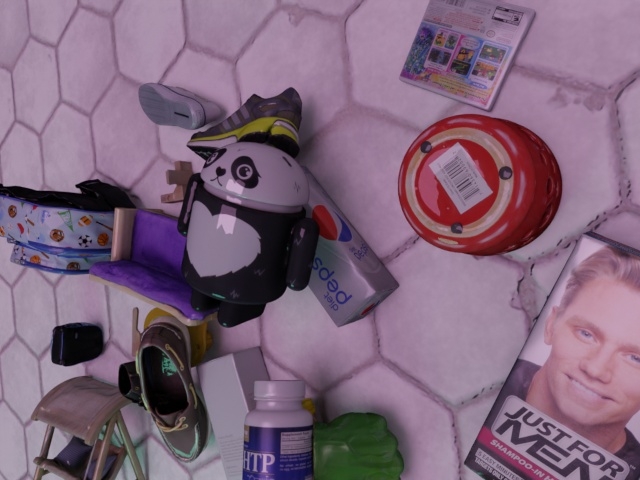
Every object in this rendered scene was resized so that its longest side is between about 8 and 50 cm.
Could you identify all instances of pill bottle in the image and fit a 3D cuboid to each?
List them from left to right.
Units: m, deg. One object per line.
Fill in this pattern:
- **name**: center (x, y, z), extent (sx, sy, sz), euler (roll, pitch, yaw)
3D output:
- **pill bottle**: center (-0.067, 0.319, 0.783), extent (0.112, 0.112, 0.187), euler (-11, 72, 34)

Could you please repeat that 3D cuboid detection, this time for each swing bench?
- **swing bench**: center (-0.567, 0.486, 1.201), extent (0.253, 0.165, 0.255), euler (1, 93, 34)

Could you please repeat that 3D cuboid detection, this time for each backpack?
- **backpack**: center (-0.563, -0.029, 1.124), extent (0.263, 0.276, 0.213), euler (5, 100, 28)
- **backpack**: center (-0.622, 0.258, 1.255), extent (0.084, 0.114, 0.105), euler (3, 91, 34)

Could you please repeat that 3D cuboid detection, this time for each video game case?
- **video game case**: center (0.210, -0.285, 0.730), extent (0.157, 0.019, 0.143), euler (30, 109, 28)

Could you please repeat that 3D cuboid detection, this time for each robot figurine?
- **robot figurine**: center (-0.118, -0.010, 0.758), extent (0.209, 0.173, 0.278), euler (12, 106, -12)

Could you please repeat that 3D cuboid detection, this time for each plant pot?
- **plant pot**: center (0.204, -0.070, 0.655), extent (0.191, 0.174, 0.191), euler (3, 95, 36)

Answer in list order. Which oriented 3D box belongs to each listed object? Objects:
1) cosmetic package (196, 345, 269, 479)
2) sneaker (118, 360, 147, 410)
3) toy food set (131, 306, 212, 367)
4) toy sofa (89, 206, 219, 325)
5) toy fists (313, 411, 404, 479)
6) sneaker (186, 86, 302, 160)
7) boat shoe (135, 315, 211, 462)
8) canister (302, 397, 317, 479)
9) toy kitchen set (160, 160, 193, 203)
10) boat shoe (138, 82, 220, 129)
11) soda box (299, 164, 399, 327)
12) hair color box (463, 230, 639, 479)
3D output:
- **cosmetic package**: center (-0.150, 0.336, 0.965), extent (0.117, 0.085, 0.231), euler (-24, 77, 33)
- **sneaker**: center (-0.365, 0.362, 1.087), extent (0.083, 0.118, 0.222), euler (-38, 72, 29)
- **toy food set**: center (-0.312, 0.200, 1.072), extent (0.217, 0.071, 0.128), euler (2, 97, 29)
- **toy sofa**: center (-0.290, 0.037, 0.987), extent (0.362, 0.177, 0.150), euler (15, 101, 33)
- **toy fists**: center (0.063, 0.416, 0.799), extent (0.142, 0.096, 0.279), euler (0, 89, 4)
- **sneaker**: center (-0.138, -0.202, 0.927), extent (0.299, 0.111, 0.121), euler (0, 62, 41)
- **boat shoe**: center (-0.295, 0.316, 0.981), extent (0.116, 0.097, 0.325), euler (-3, 108, 4)
- **canister**: center (-0.045, 0.386, 0.875), extent (0.170, 0.126, 0.073), euler (69, 155, 8)
- **toy kitchen set**: center (-0.324, -0.126, 1.064), extent (0.075, 0.068, 0.083), euler (-6, 89, 34)
- **boat shoe**: center (-0.297, -0.278, 1.037), extent (0.226, 0.075, 0.083), euler (31, 127, 34)
- **soda box**: center (0.000, 0.000, 0.841), extent (0.098, 0.091, 0.286), euler (-46, 68, 26)
- **hair color box**: center (0.337, 0.179, 0.619), extent (0.173, 0.105, 0.348), euler (28, 107, 29)
